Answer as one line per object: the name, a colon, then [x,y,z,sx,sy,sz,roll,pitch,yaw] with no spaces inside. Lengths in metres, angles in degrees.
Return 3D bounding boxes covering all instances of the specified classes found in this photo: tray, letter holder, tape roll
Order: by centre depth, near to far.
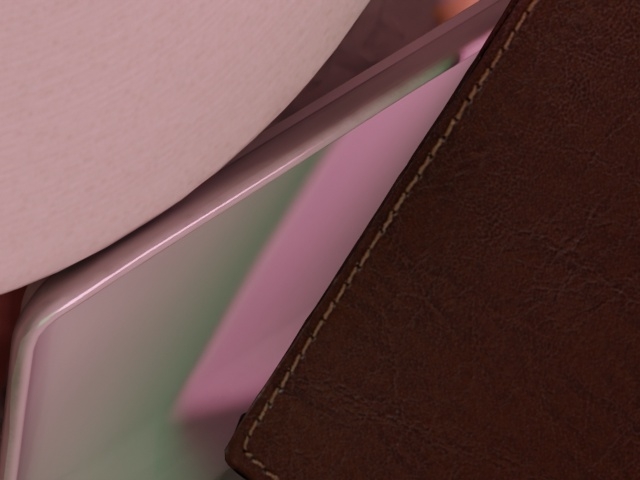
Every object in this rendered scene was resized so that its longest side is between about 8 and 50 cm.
tape roll: [-0.093,-0.176,0.386,0.392,0.072,0.392,-21,120,-43]
letter holder: [0.165,0.062,0.539,0.214,0.302,0.152,-58,158,21]
tray: [0.000,0.000,0.570,0.270,0.030,0.145,-34,153,-37]
